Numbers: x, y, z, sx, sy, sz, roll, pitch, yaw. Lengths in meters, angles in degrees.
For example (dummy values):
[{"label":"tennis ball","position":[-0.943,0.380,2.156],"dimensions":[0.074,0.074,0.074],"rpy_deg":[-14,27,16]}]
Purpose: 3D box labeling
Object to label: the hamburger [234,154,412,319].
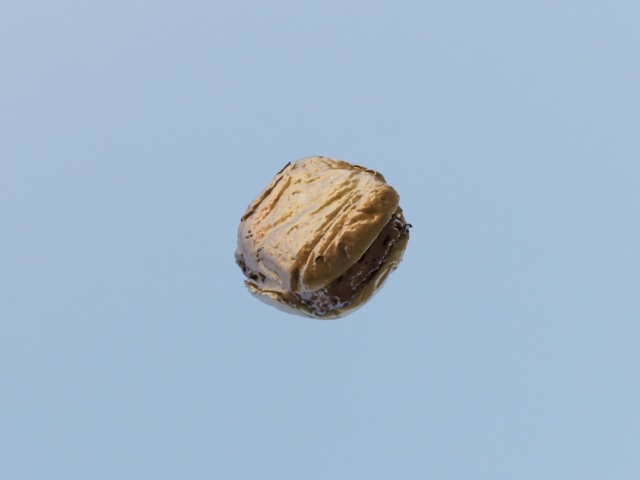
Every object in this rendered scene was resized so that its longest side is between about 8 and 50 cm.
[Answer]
[{"label":"hamburger","position":[0.000,0.000,0.620],"dimensions":[0.076,0.083,0.044],"rpy_deg":[-46,-48,-13]}]
